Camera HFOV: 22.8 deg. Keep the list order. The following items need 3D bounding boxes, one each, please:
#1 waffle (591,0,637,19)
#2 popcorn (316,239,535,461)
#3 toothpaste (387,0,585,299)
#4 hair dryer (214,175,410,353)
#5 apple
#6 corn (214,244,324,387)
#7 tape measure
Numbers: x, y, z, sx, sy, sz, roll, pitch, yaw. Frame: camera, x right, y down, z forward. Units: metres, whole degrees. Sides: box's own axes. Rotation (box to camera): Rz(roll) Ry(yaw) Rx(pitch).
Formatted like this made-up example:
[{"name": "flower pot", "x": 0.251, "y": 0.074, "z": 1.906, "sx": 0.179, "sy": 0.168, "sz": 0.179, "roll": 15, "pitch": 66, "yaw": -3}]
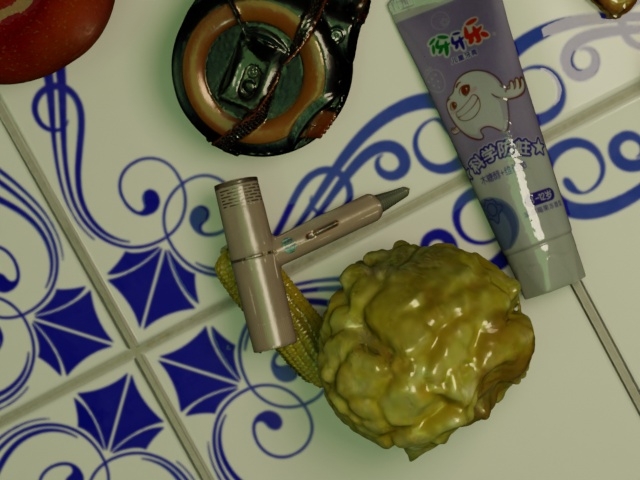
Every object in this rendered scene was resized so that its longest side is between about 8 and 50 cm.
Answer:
[{"name": "waffle", "x": 0.341, "y": -0.408, "z": 1.680, "sx": 0.213, "sy": 0.091, "sz": 0.308, "roll": 43, "pitch": 107, "yaw": 5}, {"name": "popcorn", "x": 0.111, "y": 0.121, "z": 1.739, "sx": 0.249, "sy": 0.249, "sz": 0.225, "roll": 17, "pitch": 137, "yaw": 4}, {"name": "toothpaste", "x": 0.196, "y": -0.119, "z": 1.782, "sx": 0.125, "sy": 0.080, "sz": 0.371, "roll": -21, "pitch": 88, "yaw": 13}, {"name": "hair dryer", "x": 0.006, "y": 0.011, "z": 1.798, "sx": 0.220, "sy": 0.053, "sz": 0.195, "roll": -12, "pitch": 87, "yaw": -18}, {"name": "apple", "x": -0.343, "y": -0.303, "z": 1.743, "sx": 0.260, "sy": 0.216, "sz": 0.260, "roll": 1, "pitch": 100, "yaw": 4}, {"name": "corn", "x": -0.046, "y": 0.083, "z": 1.836, "sx": 0.072, "sy": 0.072, "sz": 0.203, "roll": -39, "pitch": 92, "yaw": 11}, {"name": "tape measure", "x": -0.061, "y": -0.200, "z": 1.761, "sx": 0.202, "sy": 0.135, "sz": 0.223, "roll": 20, "pitch": 102, "yaw": 5}]
